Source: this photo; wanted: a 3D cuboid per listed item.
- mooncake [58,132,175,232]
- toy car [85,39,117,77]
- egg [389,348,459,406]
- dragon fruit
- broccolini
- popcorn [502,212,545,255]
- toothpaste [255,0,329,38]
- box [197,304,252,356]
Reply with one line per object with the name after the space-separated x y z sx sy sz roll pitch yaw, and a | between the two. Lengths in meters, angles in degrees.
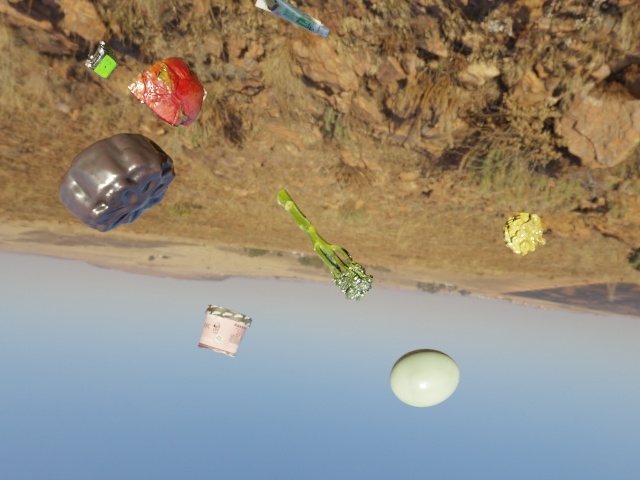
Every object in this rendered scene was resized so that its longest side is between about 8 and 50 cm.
-0.511 -0.141 1.092 0.141 0.283 0.283 48 175 4 | mooncake
-0.641 -0.536 1.240 0.062 0.071 0.165 39 -169 -39 | toy car
0.285 0.375 1.154 0.192 0.150 0.149 -13 175 -5 | egg
-0.351 -0.355 0.992 0.120 0.127 0.161 43 -162 -2 | dragon fruit
-0.005 0.002 1.004 0.078 0.074 0.392 -5 -142 -30 | broccolini
0.391 -0.012 0.809 0.082 0.083 0.057 -10 -172 -27 | popcorn
-0.109 -0.938 1.745 0.314 0.058 0.056 19 -179 -19 | toothpaste
-0.309 0.291 1.333 0.151 0.135 0.151 16 163 5 | box
